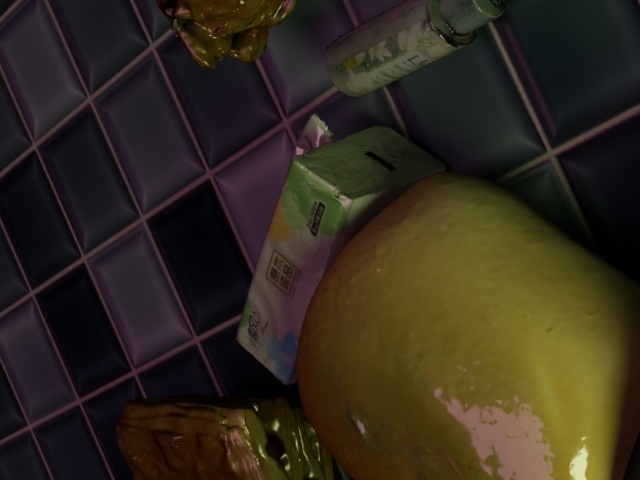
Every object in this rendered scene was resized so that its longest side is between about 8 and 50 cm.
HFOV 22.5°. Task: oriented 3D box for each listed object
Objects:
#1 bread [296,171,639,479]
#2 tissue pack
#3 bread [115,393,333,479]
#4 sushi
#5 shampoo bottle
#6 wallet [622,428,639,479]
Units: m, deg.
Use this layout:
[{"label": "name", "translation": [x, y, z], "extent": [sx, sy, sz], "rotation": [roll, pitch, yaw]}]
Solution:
[{"label": "bread", "translation": [0.158, 0.147, 1.477], "extent": [0.376, 0.253, 0.348], "rotation": [40, 129, 28]}, {"label": "tissue pack", "translation": [0.000, 0.000, 1.629], "extent": [0.145, 0.159, 0.229], "rotation": [36, 126, 27]}, {"label": "bread", "translation": [-0.077, 0.307, 1.879], "extent": [0.277, 0.167, 0.324], "rotation": [-3, 113, 49]}, {"label": "sushi", "translation": [-0.099, -0.303, 1.612], "extent": [0.204, 0.200, 0.213], "rotation": [52, 137, 15]}, {"label": "shampoo bottle", "translation": [0.090, -0.198, 1.544], "extent": [0.214, 0.072, 0.072], "rotation": [-21, 90, 51]}, {"label": "wallet", "translation": [0.340, 0.150, 1.286], "extent": [0.062, 0.228, 0.406], "rotation": [47, 138, 42]}]
